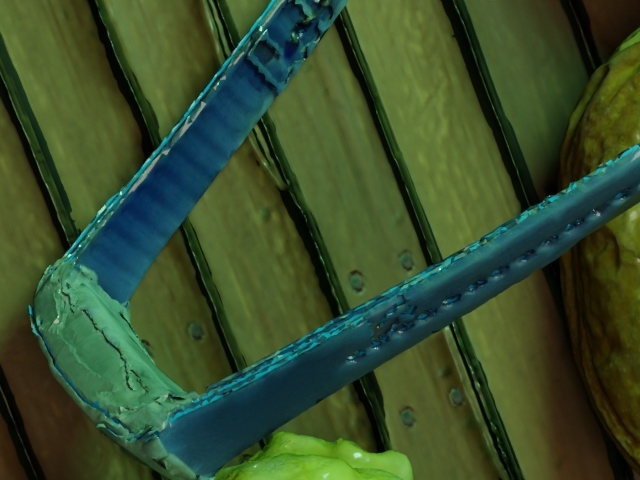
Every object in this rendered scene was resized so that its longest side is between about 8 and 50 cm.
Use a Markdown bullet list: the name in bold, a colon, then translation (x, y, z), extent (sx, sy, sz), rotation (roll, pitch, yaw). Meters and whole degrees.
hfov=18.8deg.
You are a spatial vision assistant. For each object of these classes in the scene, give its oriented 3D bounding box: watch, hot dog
- **watch**: translation (0.003, 0.009, 0.950), extent (0.274, 0.276, 0.068), rotation (-49, 135, -5)
- **hot dog**: translation (0.227, 0.001, 1.050), extent (0.196, 0.122, 0.272), rotation (-9, 92, 4)

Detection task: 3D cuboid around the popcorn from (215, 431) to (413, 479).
- **popcorn**: translation (-0.031, 0.220, 0.985), extent (0.250, 0.235, 0.242), rotation (-49, 118, -40)
